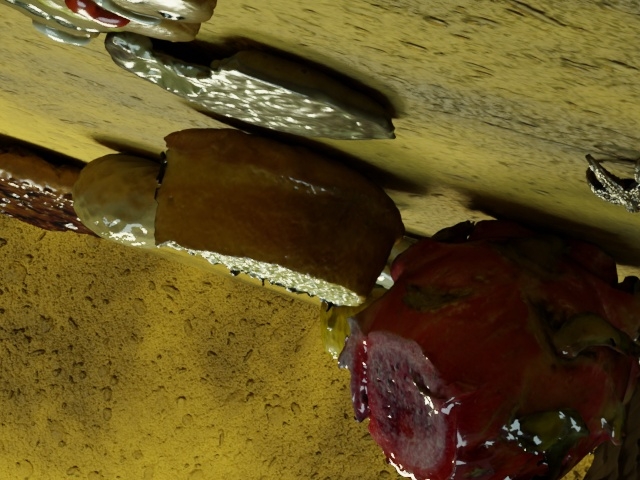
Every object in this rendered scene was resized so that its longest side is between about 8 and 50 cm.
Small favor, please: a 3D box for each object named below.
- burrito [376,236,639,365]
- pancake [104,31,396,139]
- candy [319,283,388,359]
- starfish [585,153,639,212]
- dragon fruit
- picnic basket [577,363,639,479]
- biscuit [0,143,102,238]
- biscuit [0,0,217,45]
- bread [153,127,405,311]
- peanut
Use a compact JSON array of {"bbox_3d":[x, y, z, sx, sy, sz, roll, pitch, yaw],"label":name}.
[{"bbox_3d":[0.230,0.074,1.844,0.392,0.076,0.117,18,173,3],"label":"burrito"},{"bbox_3d":[-0.052,-0.110,1.175,0.235,0.029,0.212,15,175,26],"label":"pancake"},{"bbox_3d":[0.126,0.105,2.082,0.260,0.118,0.260,-2,-176,0],"label":"candy"},{"bbox_3d":[0.213,-0.038,1.072,0.078,0.028,0.091,19,170,8],"label":"starfish"},{"bbox_3d":[0.185,0.109,1.480,0.291,0.250,0.269,-17,-148,-33],"label":"dragon fruit"},{"bbox_3d":[0.446,0.220,1.525,0.321,0.291,0.254,30,173,-3],"label":"picnic basket"},{"bbox_3d":[-0.414,-0.082,2.304,0.289,0.081,0.334,20,170,-15],"label":"biscuit"},{"bbox_3d":[-0.152,-0.156,1.014,0.158,0.035,0.240,19,175,-36],"label":"biscuit"},{"bbox_3d":[-0.018,-0.020,1.455,0.260,0.129,0.134,19,167,-29],"label":"bread"},{"bbox_3d":[-0.221,-0.046,1.893,0.159,0.109,0.140,11,171,38],"label":"peanut"}]
